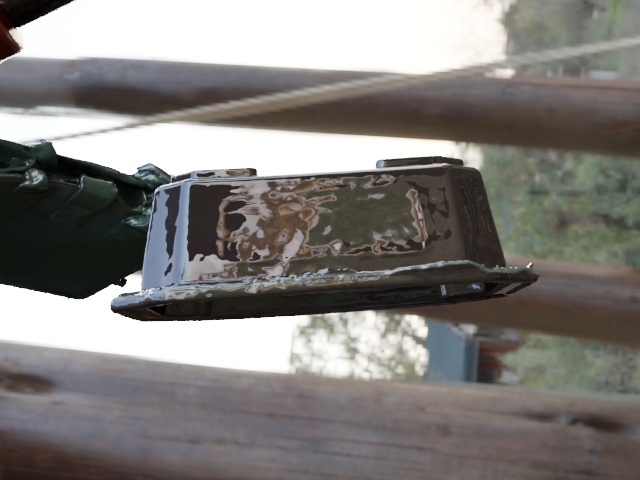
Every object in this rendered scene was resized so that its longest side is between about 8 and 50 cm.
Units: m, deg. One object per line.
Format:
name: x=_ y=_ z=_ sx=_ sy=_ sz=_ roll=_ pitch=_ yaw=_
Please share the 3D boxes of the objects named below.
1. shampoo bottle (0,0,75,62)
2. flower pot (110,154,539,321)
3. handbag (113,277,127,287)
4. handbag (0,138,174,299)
shampoo bottle: x=-0.348 y=-0.196 z=1.049 sx=0.104 sy=0.278 sz=0.104 roll=-24 pitch=-90 yaw=-88
flower pot: x=0.000 y=0.000 z=0.718 sx=0.179 sy=0.251 sz=0.084 roll=85 pitch=180 yaw=-82
handbag: x=-0.402 y=0.000 z=1.408 sx=0.260 sy=0.275 sz=0.084 roll=4 pitch=-86 yaw=-53
handbag: x=-0.283 y=-0.022 z=1.140 sx=0.247 sy=0.260 sz=0.079 roll=15 pitch=-116 yaw=-38
